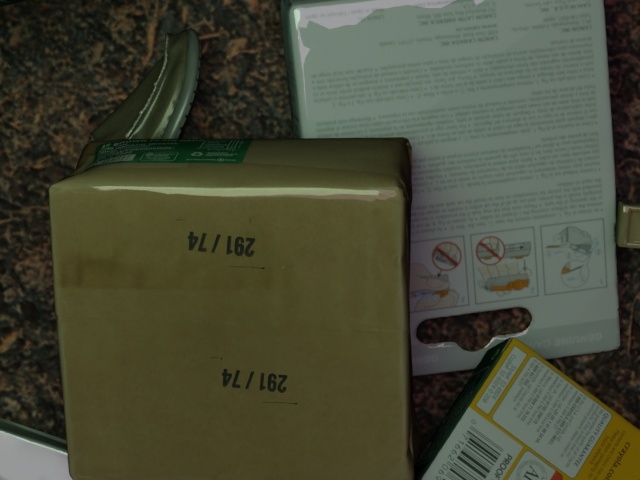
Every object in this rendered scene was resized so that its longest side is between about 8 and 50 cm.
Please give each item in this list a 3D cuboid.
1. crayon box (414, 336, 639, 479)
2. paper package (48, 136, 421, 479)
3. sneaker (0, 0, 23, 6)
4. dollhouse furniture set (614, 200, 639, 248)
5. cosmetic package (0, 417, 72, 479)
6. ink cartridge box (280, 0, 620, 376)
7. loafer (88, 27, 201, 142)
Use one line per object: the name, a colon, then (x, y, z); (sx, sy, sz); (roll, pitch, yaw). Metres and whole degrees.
crayon box: (0.248, 0.272, 1.763); (0.323, 0.083, 0.203); (36, 71, -2)
paper package: (-0.072, 0.064, 1.704); (0.324, 0.168, 0.310); (0, 105, 5)
sneaker: (-0.166, -0.324, 1.696); (0.482, 0.202, 0.185); (-33, 111, -39)
dollhouse furniture set: (0.384, -0.073, 1.794); (0.181, 0.101, 0.161); (5, 101, 0)
cosmetic package: (-0.226, 0.239, 1.789); (0.239, 0.099, 0.060); (19, 86, 2)
ink cartridge box: (0.133, -0.067, 1.820); (0.308, 0.091, 0.385); (-7, 104, -6)
loafer: (-0.186, -0.098, 1.810); (0.087, 0.094, 0.251); (21, 87, -3)
